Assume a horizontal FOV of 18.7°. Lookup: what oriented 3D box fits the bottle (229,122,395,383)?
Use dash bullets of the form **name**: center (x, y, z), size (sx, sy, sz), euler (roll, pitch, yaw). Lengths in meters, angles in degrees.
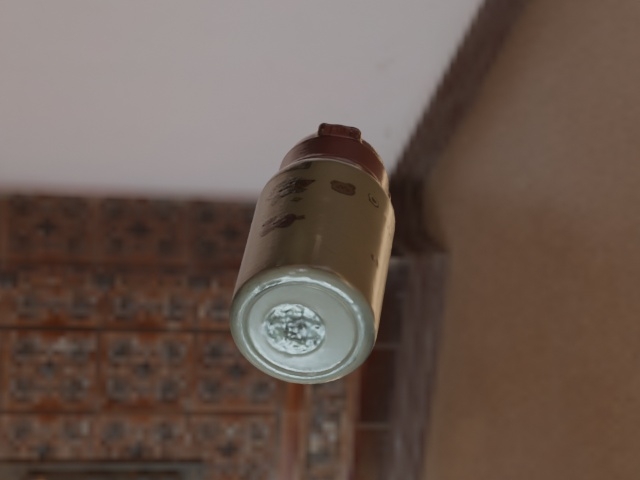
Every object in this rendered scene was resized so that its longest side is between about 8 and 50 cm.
- **bottle**: center (0.000, 0.000, 1.483), size (0.233, 0.110, 0.110), euler (-79, 1, -56)
